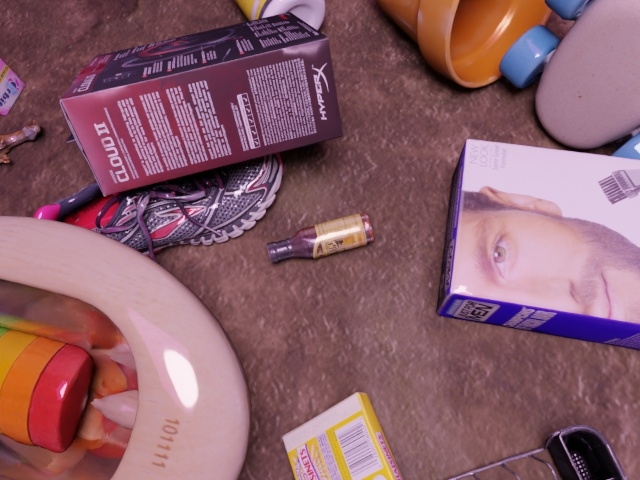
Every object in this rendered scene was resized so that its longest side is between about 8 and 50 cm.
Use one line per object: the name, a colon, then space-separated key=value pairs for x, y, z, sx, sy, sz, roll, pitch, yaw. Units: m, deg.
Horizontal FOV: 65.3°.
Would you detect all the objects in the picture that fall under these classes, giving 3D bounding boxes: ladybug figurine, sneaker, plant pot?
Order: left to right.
ladybug figurine: x=-0.272 y=0.135 z=0.493 sx=0.450 sy=0.162 sz=0.305 roll=15 pitch=84 yaw=11
sneaker: x=-0.183 y=-0.043 z=0.599 sx=0.299 sy=0.112 sz=0.120 roll=-28 pitch=69 yaw=-8
plant pot: x=0.173 y=-0.334 z=0.654 sx=0.205 sy=0.205 sz=0.188 roll=-38 pitch=55 yaw=-10

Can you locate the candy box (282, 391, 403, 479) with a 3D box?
candy box: x=0.039 y=0.261 z=0.467 sx=0.105 sy=0.027 sz=0.205 roll=-38 pitch=56 yaw=22

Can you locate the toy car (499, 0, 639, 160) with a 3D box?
toy car: x=0.391 y=-0.231 z=0.593 sx=0.238 sy=0.210 sz=0.219 roll=-34 pitch=74 yaw=-22

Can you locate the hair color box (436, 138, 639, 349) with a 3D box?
hair color box: x=0.311 y=0.012 z=0.544 sx=0.339 sy=0.110 sz=0.185 roll=8 pitch=70 yaw=9

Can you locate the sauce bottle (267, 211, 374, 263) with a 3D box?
sauce bottle: x=0.000 y=0.000 z=0.606 sx=0.128 sy=0.042 sz=0.042 roll=-16 pitch=68 yaw=1

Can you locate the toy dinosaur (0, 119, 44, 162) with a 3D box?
toy dinosaur: x=-0.493 y=-0.127 z=0.692 sx=0.212 sy=0.064 sz=0.112 roll=-1 pitch=50 yaw=-6

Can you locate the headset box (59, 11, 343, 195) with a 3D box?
headset box: x=-0.146 y=-0.169 z=0.585 sx=0.293 sy=0.110 sz=0.218 roll=-16 pitch=33 yaw=-6

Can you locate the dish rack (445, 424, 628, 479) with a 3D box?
dish rack: x=0.165 y=0.311 z=0.455 sx=0.272 sy=0.074 sz=0.208 roll=-18 pitch=67 yaw=-2

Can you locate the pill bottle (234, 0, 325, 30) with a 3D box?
pill bottle: x=-0.079 y=-0.372 z=0.724 sx=0.103 sy=0.103 sz=0.184 roll=-30 pitch=70 yaw=-8

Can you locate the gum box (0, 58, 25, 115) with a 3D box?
gum box: x=-0.543 y=-0.253 z=0.709 sx=0.188 sy=0.107 sz=0.062 roll=17 pitch=71 yaw=10
